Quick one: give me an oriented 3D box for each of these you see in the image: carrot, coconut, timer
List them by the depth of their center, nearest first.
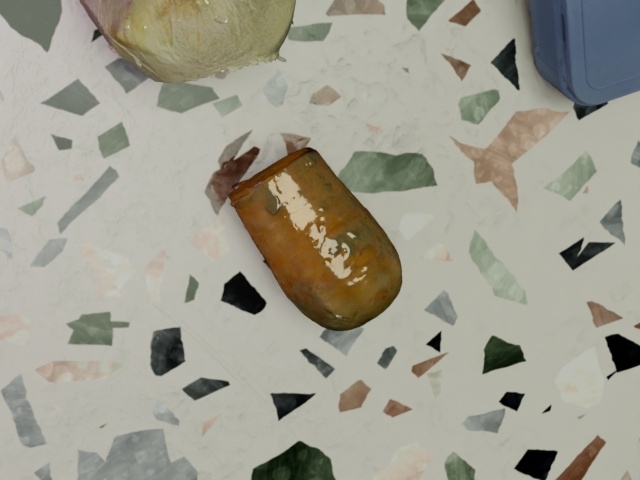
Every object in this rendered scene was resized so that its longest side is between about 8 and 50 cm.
[{"bbox_3d":[-0.224,-0.427,1.463,0.346,0.346,0.360,-56,147,0],"label":"coconut"},{"bbox_3d":[0.000,0.000,1.697,0.224,0.224,0.341,-35,102,-8],"label":"carrot"},{"bbox_3d":[0.599,-0.480,1.777,0.395,0.173,0.395,-8,121,-13],"label":"timer"}]
